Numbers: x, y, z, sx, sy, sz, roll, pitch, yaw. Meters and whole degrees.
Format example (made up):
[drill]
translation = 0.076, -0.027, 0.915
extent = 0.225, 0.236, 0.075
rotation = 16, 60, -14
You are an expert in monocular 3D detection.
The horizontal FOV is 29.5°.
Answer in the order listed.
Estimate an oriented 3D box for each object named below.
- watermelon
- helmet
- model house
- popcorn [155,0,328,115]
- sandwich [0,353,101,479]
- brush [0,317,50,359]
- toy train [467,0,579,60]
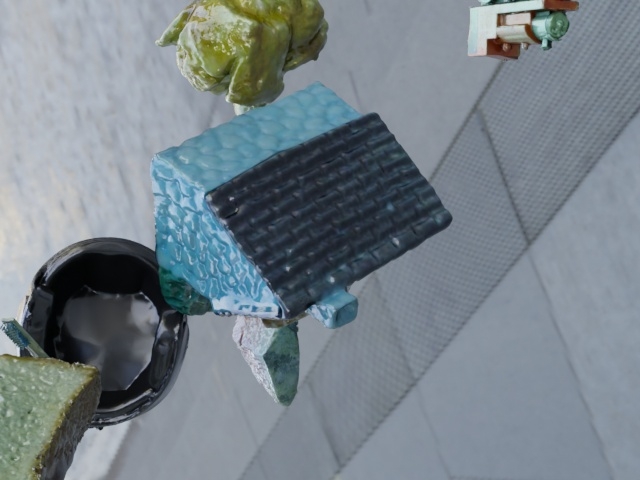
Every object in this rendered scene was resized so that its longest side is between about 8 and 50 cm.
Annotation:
[watermelon]
translation = -0.083, 0.181, 1.921
extent = 0.094, 0.081, 0.180
rotation = -18, 88, 44
[helmet]
translation = -0.243, 0.105, 1.360
extent = 0.193, 0.189, 0.216
rotation = 118, 160, -67
[model house]
translation = 0.000, 0.000, 1.251
extent = 0.241, 0.261, 0.225
rotation = 34, 140, 36
[popcorn]
translation = -0.125, -0.353, 2.087
extent = 0.225, 0.276, 0.276
rotation = 43, 165, -22
[sandwich]
translation = -0.296, 0.187, 1.055
extent = 0.214, 0.186, 0.065
rotation = -81, 0, -54
[brush]
translation = -0.268, 0.101, 1.126
extent = 0.016, 0.013, 0.083
rotation = -8, 137, 27
[toy train]
translation = 0.256, -0.287, 1.532
extent = 0.176, 0.074, 0.118
rotation = 15, 106, 62
